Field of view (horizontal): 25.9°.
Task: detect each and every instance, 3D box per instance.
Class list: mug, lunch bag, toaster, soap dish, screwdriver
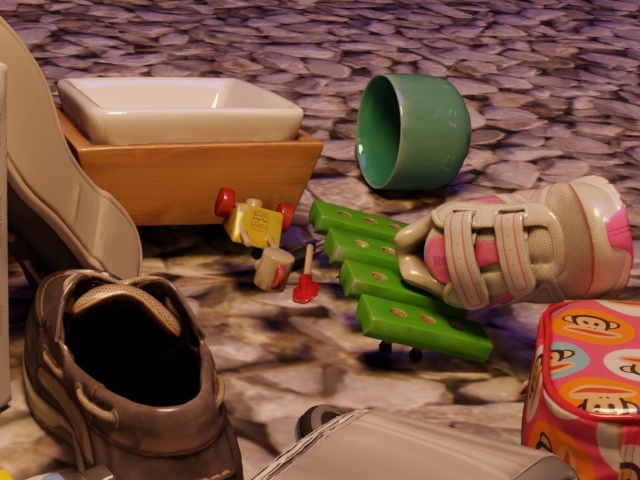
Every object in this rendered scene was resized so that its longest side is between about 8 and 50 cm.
[{"bbox_3d":[0.103,-0.124,1.547,0.097,0.129,0.158,0,21,-20],"label":"mug"},{"bbox_3d":[0.289,0.119,0.977,0.293,0.120,0.258,7,21,7],"label":"lunch bag"},{"bbox_3d":[0.031,0.185,0.747,0.146,0.129,0.227,16,32,35],"label":"toaster"},{"bbox_3d":[-0.148,-0.092,1.386,0.229,0.118,0.291,-2,14,-17],"label":"soap dish"},{"bbox_3d":[0.000,0.000,1.350,0.024,0.025,0.170,17,27,30],"label":"screwdriver"}]

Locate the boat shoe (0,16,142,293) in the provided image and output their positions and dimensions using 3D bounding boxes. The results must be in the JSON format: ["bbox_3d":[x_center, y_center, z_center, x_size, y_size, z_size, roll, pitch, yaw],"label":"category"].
[{"bbox_3d":[-0.242,-0.048,1.091,0.095,0.335,0.112,-6,54,15],"label":"boat shoe"}]

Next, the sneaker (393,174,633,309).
[{"bbox_3d":[0.147,0.012,1.109,0.111,0.103,0.252,-10,-3,-29],"label":"sneaker"}]

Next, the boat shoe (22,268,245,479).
[{"bbox_3d":[-0.127,0.084,0.965,0.132,0.130,0.355,-5,23,-23],"label":"boat shoe"}]

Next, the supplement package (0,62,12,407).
[{"bbox_3d":[-0.336,0.001,0.950,0.204,0.261,0.145,13,24,20],"label":"supplement package"}]

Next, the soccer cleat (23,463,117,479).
[{"bbox_3d":[-0.108,0.232,0.653,0.143,0.116,0.331,-26,32,-19],"label":"soccer cleat"}]

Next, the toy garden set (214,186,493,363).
[{"bbox_3d":[0.015,0.033,1.208,0.204,0.049,0.244,14,20,-17],"label":"toy garden set"}]

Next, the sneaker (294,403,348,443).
[{"bbox_3d":[0.058,0.149,0.908,0.067,0.078,0.188,-13,27,-38],"label":"sneaker"}]

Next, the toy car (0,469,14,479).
[{"bbox_3d":[-0.324,0.176,0.796,0.239,0.053,0.225,12,23,19],"label":"toy car"}]
